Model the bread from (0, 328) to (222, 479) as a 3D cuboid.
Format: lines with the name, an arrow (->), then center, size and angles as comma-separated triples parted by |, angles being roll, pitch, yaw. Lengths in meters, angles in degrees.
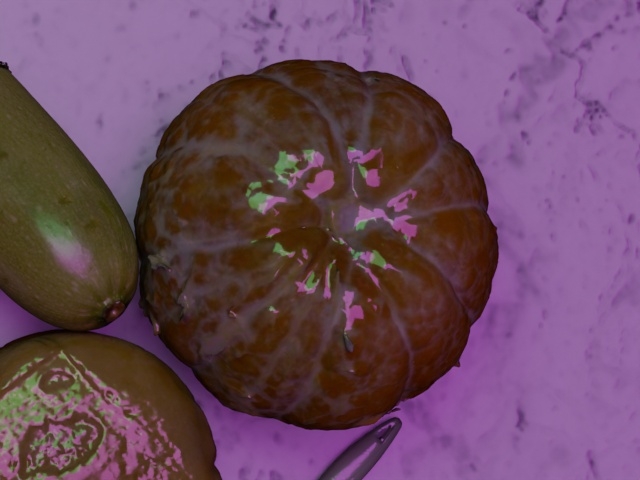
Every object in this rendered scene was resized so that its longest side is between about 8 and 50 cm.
bread -> -0.211, 0.204, 1.323 | 0.270, 0.148, 0.269 | 4, 80, -20

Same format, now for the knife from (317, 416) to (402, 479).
knife -> -0.031, 0.261, 1.437 | 0.293, 0.020, 0.043 | -44, 98, -16

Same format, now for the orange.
orange -> 0.000, 0.000, 1.361 | 0.329, 0.249, 0.329 | 1, 85, -14

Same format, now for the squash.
squash -> -0.245, -0.022, 1.317 | 0.132, 0.132, 0.247 | -36, 77, -18
